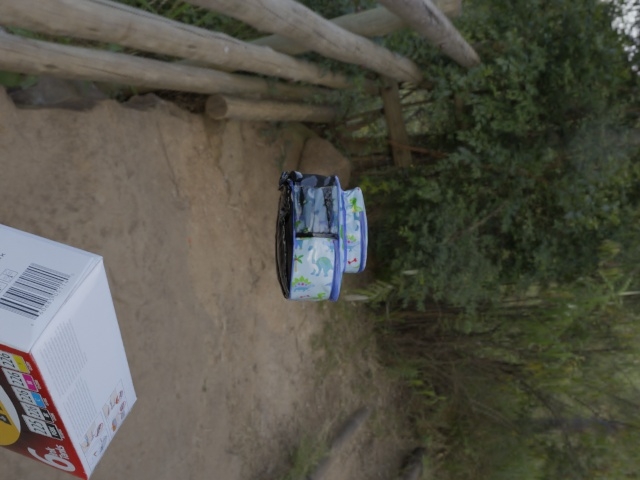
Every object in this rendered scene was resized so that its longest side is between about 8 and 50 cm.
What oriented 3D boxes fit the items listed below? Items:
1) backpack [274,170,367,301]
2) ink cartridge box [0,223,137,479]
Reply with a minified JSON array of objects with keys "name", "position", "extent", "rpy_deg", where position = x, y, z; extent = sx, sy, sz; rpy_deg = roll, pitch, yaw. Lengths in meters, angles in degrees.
[{"name":"backpack","position":[0.000,0.000,0.566],"extent":[0.105,0.084,0.114],"rpy_deg":[148,-56,-84]},{"name":"ink cartridge box","position":[-0.383,0.121,0.715],"extent":[0.309,0.272,0.130],"rpy_deg":[98,13,-47]}]
